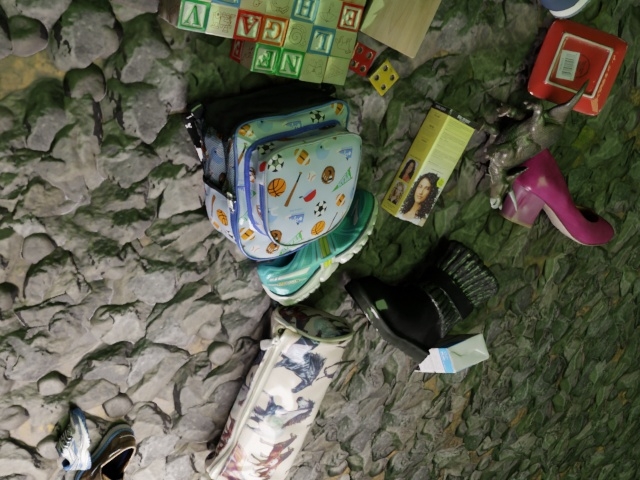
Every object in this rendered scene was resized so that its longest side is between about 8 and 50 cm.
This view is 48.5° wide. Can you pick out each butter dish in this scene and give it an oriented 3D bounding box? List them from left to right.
[{"bbox_3d":[0.512,-0.352,1.453,0.159,0.118,0.160,20,101,1],"label":"butter dish"}]

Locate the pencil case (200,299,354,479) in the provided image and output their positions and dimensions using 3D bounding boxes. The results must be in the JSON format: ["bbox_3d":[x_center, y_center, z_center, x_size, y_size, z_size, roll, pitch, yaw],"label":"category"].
[{"bbox_3d":[-0.093,0.317,1.398,0.183,0.160,0.410,13,108,-38],"label":"pencil case"}]

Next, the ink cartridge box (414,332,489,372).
[{"bbox_3d":[0.292,0.261,1.650,0.104,0.180,0.060,-18,89,-25],"label":"ink cartridge box"}]

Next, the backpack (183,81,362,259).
[{"bbox_3d":[-0.064,-0.102,1.158,0.276,0.213,0.263,-16,134,-29],"label":"backpack"}]

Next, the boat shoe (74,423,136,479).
[{"bbox_3d":[-0.402,0.432,1.320,0.066,0.066,0.183,21,103,-39],"label":"boat shoe"}]

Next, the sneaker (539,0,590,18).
[{"bbox_3d":[0.504,-0.580,1.312,0.131,0.112,0.319,19,103,-42],"label":"sneaker"}]

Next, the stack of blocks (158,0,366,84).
[{"bbox_3d":[-0.084,-0.345,1.070,0.297,0.087,0.171,1,115,-34],"label":"stack of blocks"}]

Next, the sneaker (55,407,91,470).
[{"bbox_3d":[-0.442,0.360,1.265,0.058,0.052,0.135,-7,118,-24],"label":"sneaker"}]

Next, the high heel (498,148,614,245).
[{"bbox_3d":[0.583,-0.099,1.630,0.377,0.127,0.181,9,115,-36],"label":"high heel"}]

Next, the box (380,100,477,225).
[{"bbox_3d":[0.213,-0.148,1.402,0.087,0.058,0.232,16,106,-39],"label":"box"}]

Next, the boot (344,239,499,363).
[{"bbox_3d":[0.218,0.099,1.495,0.260,0.131,0.348,-44,142,5],"label":"boot"}]

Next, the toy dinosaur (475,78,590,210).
[{"bbox_3d":[0.417,-0.216,1.447,0.160,0.121,0.313,19,120,-42],"label":"toy dinosaur"}]

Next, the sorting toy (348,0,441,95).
[{"bbox_3d":[0.127,-0.391,1.212,0.132,0.046,0.275,14,107,-38],"label":"sorting toy"}]

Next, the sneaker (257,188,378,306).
[{"bbox_3d":[0.000,0.000,1.320,0.275,0.107,0.110,-45,114,-11],"label":"sneaker"}]
